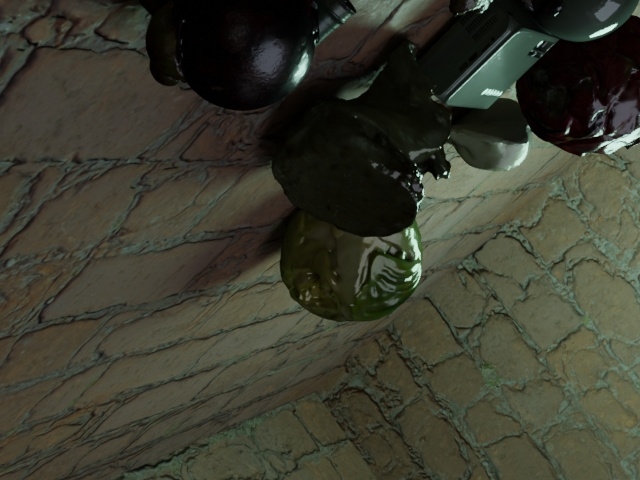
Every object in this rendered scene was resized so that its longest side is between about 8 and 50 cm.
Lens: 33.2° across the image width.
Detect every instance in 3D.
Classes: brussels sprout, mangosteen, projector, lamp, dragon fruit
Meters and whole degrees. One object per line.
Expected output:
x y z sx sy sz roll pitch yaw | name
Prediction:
0.077 0.033 2.294 0.344 0.268 0.344 -28 152 -16 | brussels sprout
-0.100 -0.244 1.213 0.210 0.210 0.210 -34 165 -10 | mangosteen
0.305 -0.349 1.970 0.198 0.108 0.250 -44 162 26 | projector
0.479 -0.453 1.934 0.197 0.198 0.244 -41 -178 17 | lamp
0.557 -0.329 2.225 0.329 0.329 0.329 -34 165 -10 | dragon fruit

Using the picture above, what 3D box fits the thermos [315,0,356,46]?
-0.047 -0.279 1.460 0.187 0.083 0.073 -39 144 14 | thermos

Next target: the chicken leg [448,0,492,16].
0.283 -0.443 1.560 0.211 0.140 0.361 -34 164 -44 | chicken leg

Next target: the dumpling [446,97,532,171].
0.358 -0.226 2.398 0.226 0.175 0.243 -7 155 -3 | dumpling

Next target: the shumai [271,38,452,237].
0.084 -0.184 1.863 0.330 0.292 0.288 132 -22 -65 | shumai
